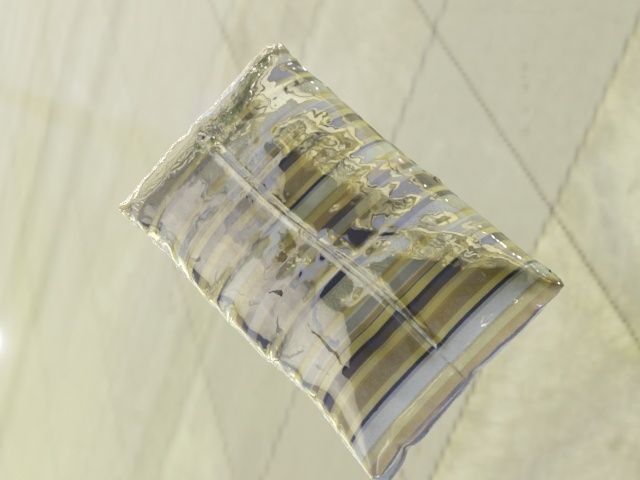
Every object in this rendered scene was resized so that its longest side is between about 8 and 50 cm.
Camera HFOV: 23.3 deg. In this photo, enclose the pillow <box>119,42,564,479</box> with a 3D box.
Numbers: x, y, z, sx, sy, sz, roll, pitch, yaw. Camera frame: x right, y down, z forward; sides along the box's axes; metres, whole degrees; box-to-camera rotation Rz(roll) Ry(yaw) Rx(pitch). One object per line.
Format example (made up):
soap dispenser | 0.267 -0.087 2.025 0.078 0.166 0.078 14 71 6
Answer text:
pillow | 0.000 0.000 0.671 0.113 0.038 0.203 -47 54 -1
